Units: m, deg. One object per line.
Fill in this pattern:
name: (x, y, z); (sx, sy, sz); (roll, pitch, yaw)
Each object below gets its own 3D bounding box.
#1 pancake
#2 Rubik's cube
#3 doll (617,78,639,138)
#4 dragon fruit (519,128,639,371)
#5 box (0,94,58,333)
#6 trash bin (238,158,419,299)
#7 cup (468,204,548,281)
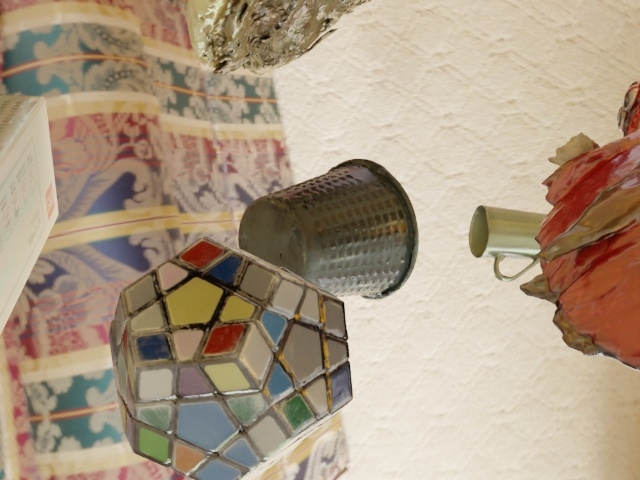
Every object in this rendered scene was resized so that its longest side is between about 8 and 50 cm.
pancake: (0.002, -0.315, 1.001); (0.382, 0.382, 0.071); (-44, 80, 22)
Rubik's cube: (-0.039, 0.052, 0.389); (0.093, 0.111, 0.111); (-11, 92, 40)
doll: (0.436, -0.141, 1.141); (0.085, 0.217, 0.183); (1, 142, -8)
dragon fruit: (0.272, -0.007, 0.539); (0.343, 0.282, 0.100); (49, 160, 50)
box: (-0.295, -0.020, 0.766); (0.079, 0.269, 0.135); (1, 120, -2)
trash bin: (0.000, 0.000, 1.049); (0.175, 0.161, 0.175); (15, 111, 44)
cup: (0.202, 0.001, 0.922); (0.083, 0.074, 0.054); (5, 133, -11)
